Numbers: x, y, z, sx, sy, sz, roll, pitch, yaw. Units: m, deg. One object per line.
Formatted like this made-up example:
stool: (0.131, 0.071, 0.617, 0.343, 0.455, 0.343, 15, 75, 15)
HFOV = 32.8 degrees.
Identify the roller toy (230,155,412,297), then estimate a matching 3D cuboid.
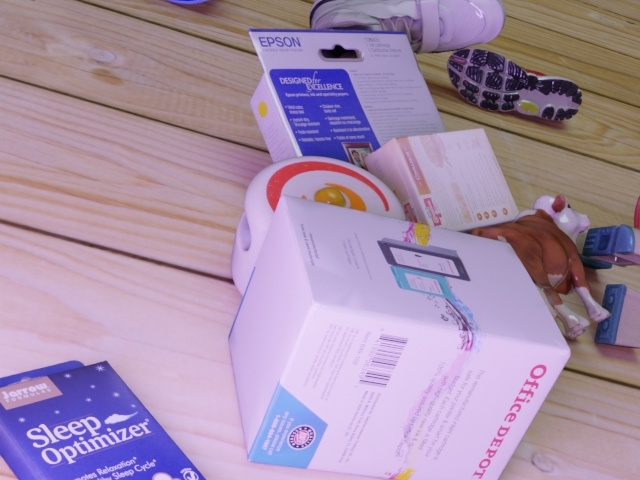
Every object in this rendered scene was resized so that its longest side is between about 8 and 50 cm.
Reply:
roller toy: (0.000, 0.000, 1.262, 0.209, 0.146, 0.191, 38, 45, 24)

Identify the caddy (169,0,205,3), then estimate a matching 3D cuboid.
caddy: (-0.283, -0.574, 1.962, 0.341, 0.241, 0.179, 23, 25, 3)

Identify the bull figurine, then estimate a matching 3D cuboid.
bull figurine: (0.282, 0.037, 1.385, 0.310, 0.101, 0.188, -12, 68, -55)

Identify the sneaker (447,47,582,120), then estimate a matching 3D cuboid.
sneaker: (0.363, -0.295, 2.101, 0.279, 0.107, 0.118, 18, 11, -14)

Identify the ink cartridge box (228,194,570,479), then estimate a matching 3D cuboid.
ink cartridge box: (0.070, 0.107, 1.108, 0.270, 0.198, 0.197, 12, 30, -19)

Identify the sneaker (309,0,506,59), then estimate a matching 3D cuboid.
sneaker: (0.144, -0.368, 1.949, 0.366, 0.137, 0.210, 1, 32, 12)

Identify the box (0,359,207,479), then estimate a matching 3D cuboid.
box: (-0.212, 0.179, 0.969, 0.136, 0.036, 0.225, -11, 42, -44)

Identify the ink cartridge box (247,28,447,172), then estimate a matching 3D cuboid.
ink cartridge box: (0.054, -0.152, 1.532, 0.304, 0.072, 0.307, -7, 67, -39)

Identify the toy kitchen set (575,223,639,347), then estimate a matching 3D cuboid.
toy kitchen set: (0.375, 0.061, 1.528, 0.122, 0.166, 0.207, 16, -7, -12)

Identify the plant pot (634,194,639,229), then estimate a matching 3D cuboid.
plant pot: (0.614, -0.041, 1.727, 0.191, 0.191, 0.174, 34, 26, 21)

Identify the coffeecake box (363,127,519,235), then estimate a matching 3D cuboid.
coffeecake box: (0.167, -0.070, 1.476, 0.185, 0.068, 0.142, -11, 75, -42)
